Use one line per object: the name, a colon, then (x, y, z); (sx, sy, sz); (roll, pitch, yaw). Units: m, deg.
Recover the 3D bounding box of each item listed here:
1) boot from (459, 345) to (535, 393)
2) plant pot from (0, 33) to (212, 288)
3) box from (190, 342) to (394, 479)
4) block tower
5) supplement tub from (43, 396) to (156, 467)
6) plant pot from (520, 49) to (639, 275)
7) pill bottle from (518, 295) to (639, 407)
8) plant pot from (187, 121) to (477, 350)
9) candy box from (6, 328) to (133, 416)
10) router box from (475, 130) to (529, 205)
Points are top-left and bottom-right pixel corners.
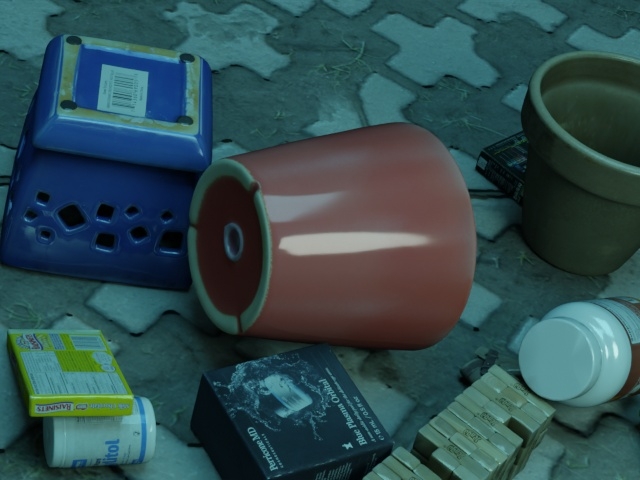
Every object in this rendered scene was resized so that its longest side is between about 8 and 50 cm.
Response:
boot: (0.225, 0.152, 1.844); (0.087, 0.042, 0.118); (30, 34, 27)
plant pot: (-0.243, -0.104, 1.837); (0.236, 0.212, 0.236); (9, 40, -11)
box: (-0.032, 0.206, 1.647); (0.158, 0.093, 0.156); (-12, 48, -29)
block tower: (0.117, 0.262, 1.637); (0.097, 0.091, 0.335); (36, 44, 23)
supplement tub: (-0.229, 0.198, 1.603); (0.107, 0.071, 0.071); (-1, 43, -20)
plant pot: (0.363, -0.081, 2.011); (0.263, 0.229, 0.263); (11, 40, -9)
pill bottle: (0.315, 0.129, 1.784); (0.121, 0.121, 0.216); (40, 22, 25)
plant pot: (0.000, 0.000, 1.739); (0.243, 0.275, 0.275); (-3, 43, -32)
candy box: (-0.266, 0.136, 1.628); (0.105, 0.027, 0.206); (-1, 16, -17)
router box: (0.290, -0.106, 2.162); (0.122, 0.038, 0.092); (-25, 55, -38)
